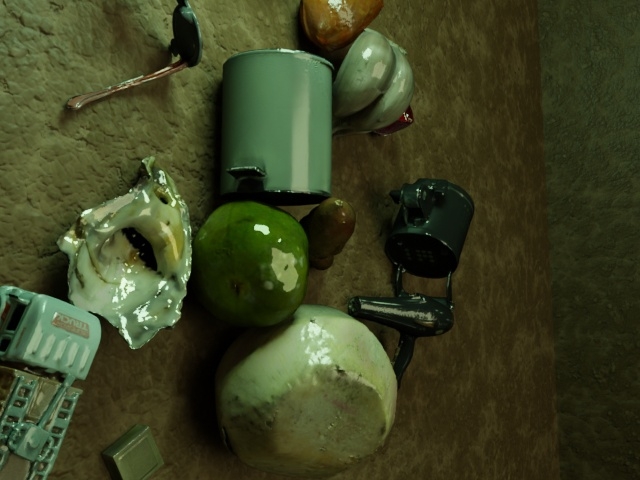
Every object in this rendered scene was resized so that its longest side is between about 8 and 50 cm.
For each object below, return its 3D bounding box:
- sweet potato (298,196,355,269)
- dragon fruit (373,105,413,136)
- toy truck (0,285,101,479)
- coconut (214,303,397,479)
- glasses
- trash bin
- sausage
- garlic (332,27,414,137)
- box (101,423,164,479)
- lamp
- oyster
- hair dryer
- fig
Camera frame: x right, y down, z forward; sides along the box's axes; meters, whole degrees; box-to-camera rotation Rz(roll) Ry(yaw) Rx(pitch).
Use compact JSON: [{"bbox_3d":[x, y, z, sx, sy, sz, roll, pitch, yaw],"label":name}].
[{"bbox_3d":[0.000,0.000,1.265,0.385,0.109,0.109,115,-12,-71],"label":"sweet potato"},{"bbox_3d":[0.165,-0.335,1.647,0.147,0.096,0.102,8,69,-22],"label":"dragon fruit"},{"bbox_3d":[-0.399,0.215,0.794,0.136,0.162,0.305,38,59,-45],"label":"toy truck"},{"bbox_3d":[-0.036,0.284,1.164,0.353,0.353,0.352,3,86,-53],"label":"coconut"},{"bbox_3d":[-0.323,-0.354,0.973,0.268,0.118,0.234,-32,139,-29],"label":"glasses"},{"bbox_3d":[-0.083,-0.208,1.188,0.277,0.217,0.262,7,83,-68],"label":"trash bin"},{"bbox_3d":[0.048,-0.545,1.433,0.141,0.153,0.268,54,47,-23],"label":"sausage"},{"bbox_3d":[0.102,-0.367,1.446,0.210,0.237,0.291,26,85,-30],"label":"garlic"},{"bbox_3d":[-0.308,0.360,1.016,0.083,0.035,0.079,-36,116,-49],"label":"box"},{"bbox_3d":[0.315,-0.031,1.728,0.272,0.205,0.373,-48,135,-47],"label":"lamp"},{"bbox_3d":[-0.299,0.016,0.980,0.271,0.100,0.275,-31,101,-55],"label":"oyster"},{"bbox_3d":[0.187,0.307,1.623,0.304,0.120,0.359,8,101,-28],"label":"hair dryer"},{"bbox_3d":[-0.129,0.039,1.146,0.314,0.233,0.232,-155,-119,-83],"label":"fig"}]
